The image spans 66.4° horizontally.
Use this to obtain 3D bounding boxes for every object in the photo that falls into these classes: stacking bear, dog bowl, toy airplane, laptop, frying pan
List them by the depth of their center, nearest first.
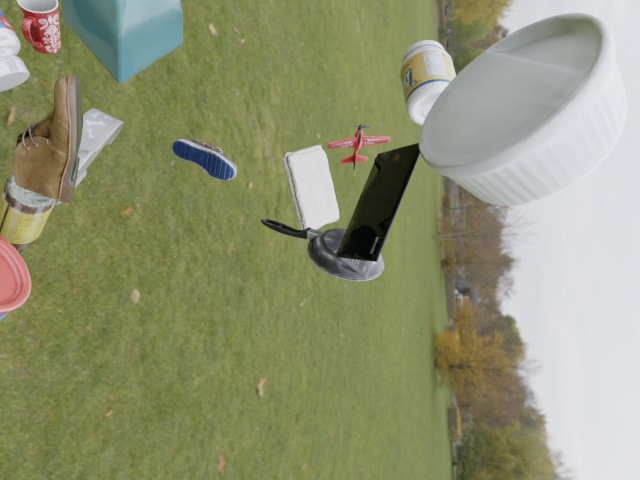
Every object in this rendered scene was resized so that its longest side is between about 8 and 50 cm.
[{"bbox_3d":[0.140,-0.045,0.989,0.264,0.137,0.234,37,74,-58],"label":"laptop"},{"bbox_3d":[-0.811,0.138,1.108,0.164,0.289,0.175,54,27,-19],"label":"stacking bear"},{"bbox_3d":[0.087,-0.217,1.146,0.151,0.151,0.028,63,12,-56],"label":"toy airplane"},{"bbox_3d":[0.023,-0.006,1.247,0.197,0.326,0.053,-19,136,-42],"label":"frying pan"},{"bbox_3d":[-0.791,-0.281,1.596,0.102,0.349,0.348,39,39,-21],"label":"dog bowl"}]

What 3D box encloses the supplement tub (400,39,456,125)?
[{"bbox_3d":[0.293,-0.426,1.321,0.144,0.145,0.199,63,20,-56],"label":"supplement tub"}]

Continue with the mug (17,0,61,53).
[{"bbox_3d":[-0.920,-0.697,1.588,0.150,0.113,0.169,-47,173,-35],"label":"mug"}]

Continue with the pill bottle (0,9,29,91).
[{"bbox_3d":[-0.661,-0.404,0.933,0.221,0.124,0.124,62,22,-13],"label":"pill bottle"}]

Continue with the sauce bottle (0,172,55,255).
[{"bbox_3d":[-0.755,-0.046,1.224,0.111,0.344,0.111,23,51,-31],"label":"sauce bottle"}]

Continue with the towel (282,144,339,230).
[{"bbox_3d":[-0.031,-0.178,1.682,0.187,0.049,0.282,-25,108,-44],"label":"towel"}]

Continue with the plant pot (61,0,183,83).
[{"bbox_3d":[-0.358,-0.438,0.888,0.165,0.166,0.234,50,-19,-8],"label":"plant pot"}]

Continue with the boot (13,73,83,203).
[{"bbox_3d":[-0.515,-0.188,0.925,0.305,0.115,0.112,-53,-146,41],"label":"boot"}]

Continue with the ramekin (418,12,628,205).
[{"bbox_3d":[0.286,-0.170,0.687,0.127,0.273,0.272,39,42,-26],"label":"ramekin"}]

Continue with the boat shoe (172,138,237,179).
[{"bbox_3d":[-0.283,-0.217,1.251,0.066,0.183,0.066,-49,166,-56],"label":"boat shoe"}]
